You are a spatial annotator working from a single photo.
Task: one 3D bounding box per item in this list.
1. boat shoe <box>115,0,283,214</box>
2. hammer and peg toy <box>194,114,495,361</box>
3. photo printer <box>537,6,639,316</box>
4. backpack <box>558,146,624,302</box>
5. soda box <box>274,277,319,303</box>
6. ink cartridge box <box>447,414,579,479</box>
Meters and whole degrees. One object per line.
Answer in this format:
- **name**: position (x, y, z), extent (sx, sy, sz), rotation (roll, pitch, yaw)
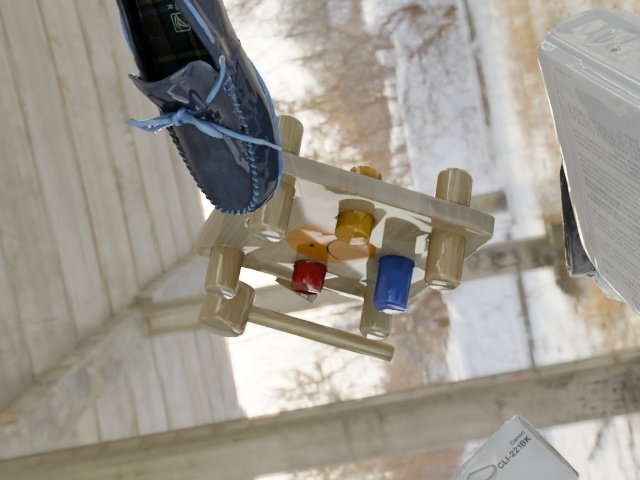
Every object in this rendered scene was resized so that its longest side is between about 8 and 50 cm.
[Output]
- **boat shoe**: position (-0.111, -0.128, 0.808), extent (0.258, 0.109, 0.089), rotation (66, -149, -19)
- **hammer and peg toy**: position (0.004, 0.014, 1.180), extent (0.361, 0.265, 0.127), rotation (131, 151, -62)
- **photo printer**: position (0.322, -0.038, 1.001), extent (0.256, 0.107, 0.308), rotation (53, 166, 58)
- **backpack**: position (0.537, -0.017, 1.594), extent (0.290, 0.355, 0.273), rotation (69, -157, -53)
- **soda box**: position (0.000, 0.000, 1.329), extent (0.058, 0.061, 0.181), rotation (-57, -5, -36)
- **ink cartridge box**: position (0.235, 0.365, 1.443), extent (0.114, 0.197, 0.273), rotation (43, 171, 25)
